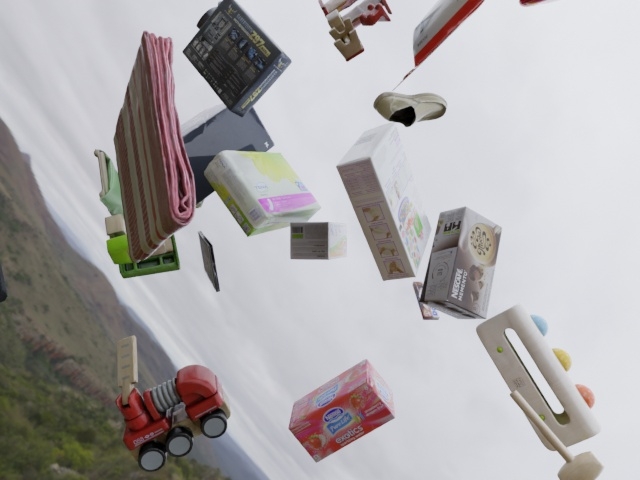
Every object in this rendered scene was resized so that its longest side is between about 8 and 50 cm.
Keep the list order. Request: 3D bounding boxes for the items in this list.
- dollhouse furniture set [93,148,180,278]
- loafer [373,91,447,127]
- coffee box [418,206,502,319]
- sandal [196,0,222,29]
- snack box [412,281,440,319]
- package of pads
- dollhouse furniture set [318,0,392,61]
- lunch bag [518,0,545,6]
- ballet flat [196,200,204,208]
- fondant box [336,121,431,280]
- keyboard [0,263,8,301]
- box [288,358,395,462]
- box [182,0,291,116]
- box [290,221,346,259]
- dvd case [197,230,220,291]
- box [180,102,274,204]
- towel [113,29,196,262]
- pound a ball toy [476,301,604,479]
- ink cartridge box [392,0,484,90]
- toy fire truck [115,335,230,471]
[{"bbox_3d":[-0.481,-0.078,1.210,0.197,0.151,0.301,111,-37,-61],"label":"dollhouse furniture set"},{"bbox_3d":[0.299,-0.417,1.486,0.102,0.269,0.092,120,-39,-57],"label":"loafer"},{"bbox_3d":[0.424,0.071,1.376,0.168,0.297,0.119,25,-19,-24],"label":"coffee box"},{"bbox_3d":[-0.324,-0.721,1.443,0.054,0.254,0.097,44,-62,-14],"label":"sandal"},{"bbox_3d":[0.414,0.236,1.805,0.178,0.064,0.022,-98,-166,-45],"label":"snack box"},{"bbox_3d":[-0.154,-0.143,1.274,0.101,0.296,0.229,-42,-102,27],"label":"package of pads"},{"bbox_3d":[0.134,-0.712,1.487,0.152,0.201,0.374,45,24,-43],"label":"dollhouse furniture set"},{"bbox_3d":[0.652,-0.672,1.096,0.293,0.258,0.120,-160,-127,-69],"label":"lunch bag"},{"bbox_3d":[-0.439,-0.196,1.699,0.052,0.168,0.057,19,11,-42],"label":"ballet flat"},{"bbox_3d":[0.174,-0.099,1.162,0.096,0.238,0.330,-12,-64,30],"label":"fondant box"},{"bbox_3d":[-0.490,0.011,0.603,0.038,0.100,0.192,-140,-134,-56],"label":"keyboard"},{"bbox_3d":[0.056,0.449,1.213,0.128,0.257,0.122,53,13,-9],"label":"box"},{"bbox_3d":[-0.205,-0.444,1.105,0.232,0.183,0.059,50,17,17],"label":"box"},{"bbox_3d":[0.000,0.000,1.315,0.114,0.103,0.203,0,0,17],"label":"box"},{"bbox_3d":[-0.388,0.067,1.587,0.221,0.018,0.164,-150,-129,-63],"label":"dvd case"},{"bbox_3d":[-0.377,-0.271,1.426,0.312,0.343,0.179,9,-43,53],"label":"box"},{"bbox_3d":[-0.250,-0.103,0.662,0.329,0.037,0.237,-20,-102,58],"label":"towel"},{"bbox_3d":[0.448,0.284,0.907,0.319,0.136,0.208,62,16,18],"label":"pound a ball toy"},{"bbox_3d":[0.339,-0.612,1.233,0.091,0.385,0.308,43,-25,-8],"label":"ink cartridge box"},{"bbox_3d":[-0.342,0.325,1.001,0.246,0.217,0.158,67,-9,-17],"label":"toy fire truck"}]
